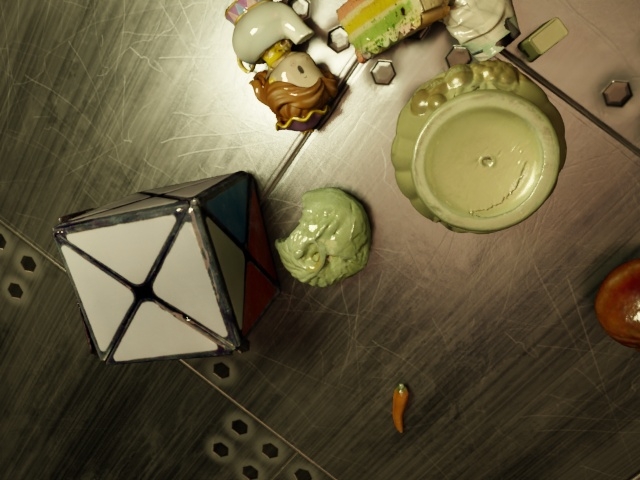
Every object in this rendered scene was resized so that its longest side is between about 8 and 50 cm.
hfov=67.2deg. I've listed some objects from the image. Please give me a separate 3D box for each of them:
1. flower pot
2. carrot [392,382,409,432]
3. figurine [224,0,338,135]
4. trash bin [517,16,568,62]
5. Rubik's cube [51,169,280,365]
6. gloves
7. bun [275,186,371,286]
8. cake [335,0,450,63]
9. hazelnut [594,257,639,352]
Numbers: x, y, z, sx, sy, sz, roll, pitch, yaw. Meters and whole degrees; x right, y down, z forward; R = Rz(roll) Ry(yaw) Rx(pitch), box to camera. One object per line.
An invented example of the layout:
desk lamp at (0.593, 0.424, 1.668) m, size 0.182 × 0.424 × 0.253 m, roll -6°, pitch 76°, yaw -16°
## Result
flower pot at (0.267, -0.148, 0.817) m, size 0.308 × 0.244 × 0.307 m, roll 3°, pitch 106°, yaw 11°
carrot at (0.182, 0.384, 1.106) m, size 0.035 × 0.035 × 0.142 m, roll 6°, pitch 114°, yaw 12°
figurine at (-0.069, -0.325, 0.905) m, size 0.190 × 0.142 × 0.263 m, roll -19°, pitch 104°, yaw 50°
trash bin at (0.375, -0.340, 0.813) m, size 0.061 × 0.092 × 0.043 m, roll -38°, pitch 92°, yaw 20°
Rubik's cube at (-0.288, 0.049, 0.984) m, size 0.311 × 0.305 × 0.306 m, roll -8°, pitch 106°, yaw 13°
gloves at (0.252, -0.419, 0.816) m, size 0.128 × 0.111 × 0.212 m, roll -33°, pitch 104°, yaw 25°
bun at (0.000, 0.000, 0.988) m, size 0.204 × 0.126 × 0.212 m, roll 2°, pitch 105°, yaw 11°
cake at (0.124, -0.400, 0.838) m, size 0.090 × 0.225 × 0.109 m, roll -33°, pitch 105°, yaw -23°
hazelnut at (0.609, 0.123, 0.853) m, size 0.204 × 0.178 × 0.177 m, roll 25°, pitch 110°, yaw 6°
